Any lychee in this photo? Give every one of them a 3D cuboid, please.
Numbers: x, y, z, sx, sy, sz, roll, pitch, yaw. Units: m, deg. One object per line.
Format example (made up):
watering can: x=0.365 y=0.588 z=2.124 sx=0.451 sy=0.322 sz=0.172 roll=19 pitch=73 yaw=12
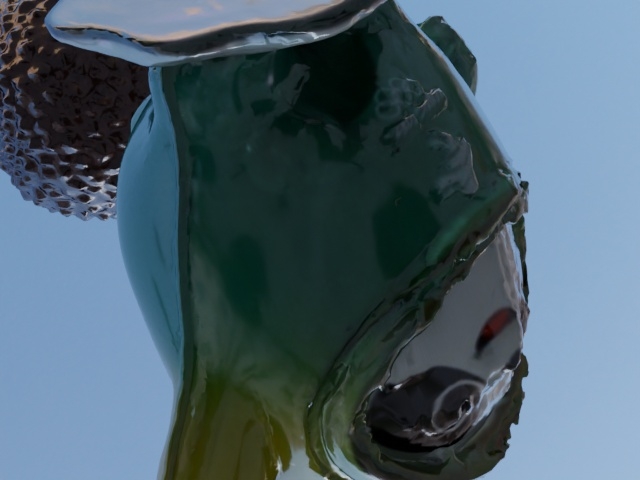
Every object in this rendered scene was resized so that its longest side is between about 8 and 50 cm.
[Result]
lychee: x=-0.240 y=-0.159 z=1.172 sx=0.304 sy=0.275 sz=0.275 roll=3 pitch=-113 yaw=-11

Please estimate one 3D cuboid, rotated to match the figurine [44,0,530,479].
figurine: x=0.000 y=0.000 z=0.598 sx=0.323 sy=0.231 sz=0.340 roll=-43 pitch=-48 yaw=-39
